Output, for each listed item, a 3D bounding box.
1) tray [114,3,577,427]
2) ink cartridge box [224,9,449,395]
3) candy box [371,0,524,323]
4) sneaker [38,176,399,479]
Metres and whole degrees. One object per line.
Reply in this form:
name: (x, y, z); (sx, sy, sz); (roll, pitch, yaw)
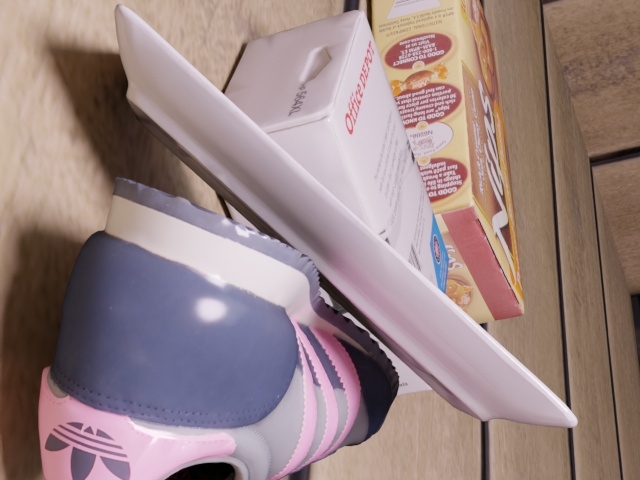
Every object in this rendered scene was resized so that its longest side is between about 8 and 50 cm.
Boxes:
tray: (0.000, 0.000, 0.651); (0.270, 0.030, 0.145); (42, -5, -2)
ink cartridge box: (0.011, -0.021, 0.864); (0.148, 0.085, 0.203); (-74, 147, -56)
candy box: (0.113, -0.102, 1.241); (0.183, 0.087, 0.317); (56, 28, -51)
sneaker: (-0.047, 0.078, 0.638); (0.131, 0.112, 0.319); (-67, 159, -11)
